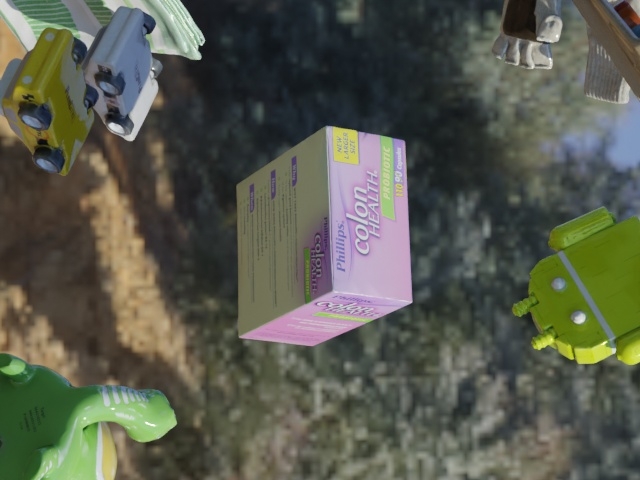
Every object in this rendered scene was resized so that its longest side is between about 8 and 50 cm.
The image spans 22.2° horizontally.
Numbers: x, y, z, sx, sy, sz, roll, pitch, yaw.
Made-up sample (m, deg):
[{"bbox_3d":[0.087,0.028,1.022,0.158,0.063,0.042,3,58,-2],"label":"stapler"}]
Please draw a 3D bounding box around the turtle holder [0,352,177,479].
[{"bbox_3d":[-0.378,0.283,2.227,0.243,0.320,0.227,34,-7,38],"label":"turtle holder"}]

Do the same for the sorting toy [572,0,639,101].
[{"bbox_3d":[0.372,-0.129,1.663,0.307,0.041,0.229,50,8,-27],"label":"sorting toy"}]

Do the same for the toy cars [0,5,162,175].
[{"bbox_3d":[-0.271,-0.176,1.805,0.393,0.087,0.177,-44,153,-70],"label":"toy cars"}]

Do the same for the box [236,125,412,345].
[{"bbox_3d":[0.000,0.000,2.066,0.243,0.117,0.214,-30,-123,55],"label":"box"}]

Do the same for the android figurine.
[{"bbox_3d":[0.405,0.067,2.284,0.056,0.272,0.248,68,-1,-54],"label":"android figurine"}]

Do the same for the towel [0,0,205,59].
[{"bbox_3d":[-0.311,-0.312,1.993,0.038,0.324,0.248,-57,132,-27],"label":"towel"}]

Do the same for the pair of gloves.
[{"bbox_3d":[0.329,-0.302,2.132,0.240,0.042,0.204,31,-62,42],"label":"pair of gloves"}]
